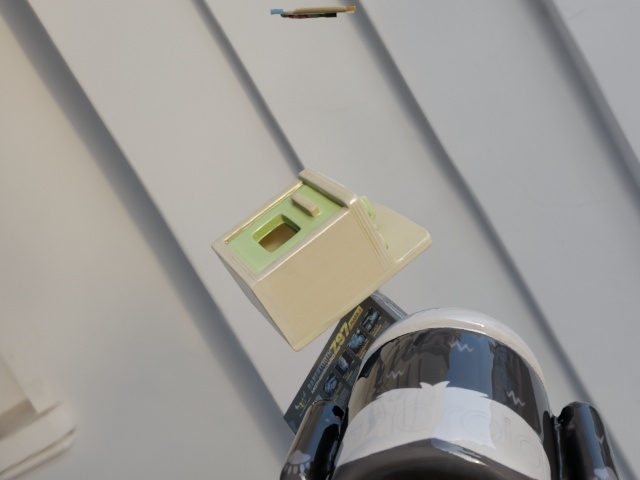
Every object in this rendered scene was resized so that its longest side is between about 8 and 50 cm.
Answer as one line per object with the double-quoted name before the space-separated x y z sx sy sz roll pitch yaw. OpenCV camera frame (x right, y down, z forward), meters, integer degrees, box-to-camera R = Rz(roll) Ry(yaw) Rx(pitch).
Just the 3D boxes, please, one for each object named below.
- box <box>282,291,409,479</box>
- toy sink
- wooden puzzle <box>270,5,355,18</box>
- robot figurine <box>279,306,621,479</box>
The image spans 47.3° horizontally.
"box" 0.061 0.206 0.992 0.183 0.059 0.233 41 104 50
"toy sink" 0.000 0.000 0.949 0.234 0.131 0.153 -37 32 -10
"wooden puzzle" -0.009 -0.283 0.911 0.116 0.014 0.078 -5 14 -10
"robot figurine" 0.098 0.173 0.574 0.174 0.209 0.278 -55 6 29
